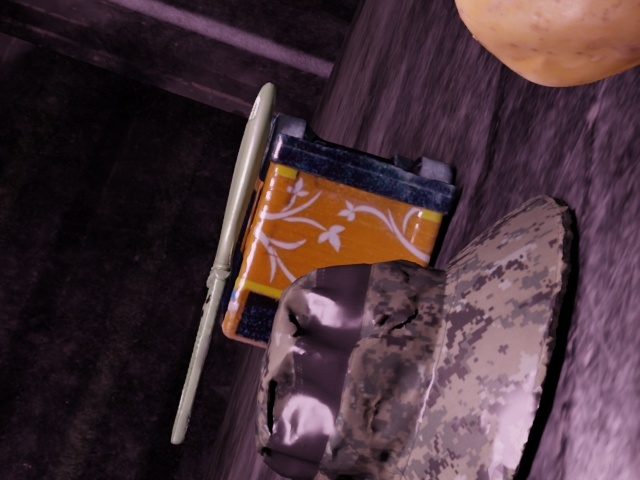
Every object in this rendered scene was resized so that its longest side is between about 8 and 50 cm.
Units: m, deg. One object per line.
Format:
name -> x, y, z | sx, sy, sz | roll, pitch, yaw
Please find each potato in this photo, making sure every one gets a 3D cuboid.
potato -> 0.129, -0.137, 0.513 | 0.178, 0.118, 0.109 | -51, 52, 37

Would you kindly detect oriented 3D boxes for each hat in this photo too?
hat -> 0.030, 0.080, 0.694 | 0.265, 0.128, 0.265 | -162, 90, -89

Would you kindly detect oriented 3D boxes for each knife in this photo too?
knife -> -0.077, 0.018, 0.980 | 0.043, 0.020, 0.293 | -144, 69, -79

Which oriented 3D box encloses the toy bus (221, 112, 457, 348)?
toy bus -> 0.000, 0.000, 1.112 | 0.323, 0.162, 0.194 | -142, 68, -83
